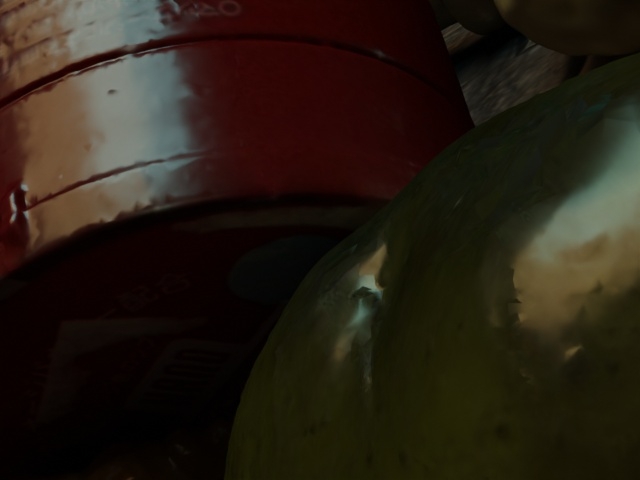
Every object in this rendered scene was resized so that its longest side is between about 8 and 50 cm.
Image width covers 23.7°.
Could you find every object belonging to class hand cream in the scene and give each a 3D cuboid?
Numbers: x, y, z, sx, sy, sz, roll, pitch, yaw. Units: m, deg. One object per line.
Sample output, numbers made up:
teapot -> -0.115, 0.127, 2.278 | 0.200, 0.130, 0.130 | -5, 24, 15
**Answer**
hand cream -> -0.047, -0.006, 0.566 | 0.230, 0.230, 0.149 | -31, 54, 21

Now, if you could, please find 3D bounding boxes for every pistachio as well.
pistachio -> 0.163, -0.182, 0.828 | 0.157, 0.157, 0.229 | -31, 11, 23

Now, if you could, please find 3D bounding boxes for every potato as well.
potato -> 0.069, 0.044, 0.399 | 0.248, 0.143, 0.169 | -36, 17, 40

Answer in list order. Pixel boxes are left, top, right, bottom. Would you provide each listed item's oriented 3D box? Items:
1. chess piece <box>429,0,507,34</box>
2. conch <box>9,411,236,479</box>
chess piece -> 0.102, -0.185, 1.030 | 0.307, 0.139, 0.124 | -25, 38, 22
conch -> -0.120, 0.182, 0.538 | 0.330, 0.093, 0.109 | -55, 31, 14
